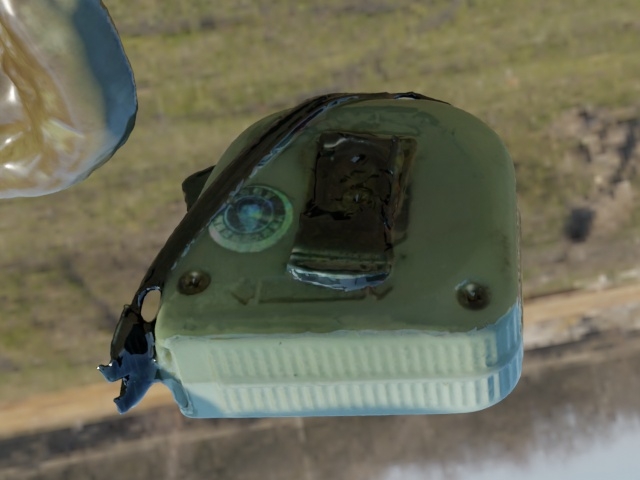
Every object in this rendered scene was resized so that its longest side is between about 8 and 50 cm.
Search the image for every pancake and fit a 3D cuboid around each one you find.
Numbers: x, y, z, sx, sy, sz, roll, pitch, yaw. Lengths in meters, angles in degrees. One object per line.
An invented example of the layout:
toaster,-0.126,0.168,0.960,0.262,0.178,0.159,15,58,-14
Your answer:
pancake,-0.179,-0.094,0.616,0.222,0.042,0.236,-3,136,42

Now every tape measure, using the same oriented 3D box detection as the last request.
tape measure,0.000,0.000,0.980,0.235,0.207,0.115,-2,143,7
